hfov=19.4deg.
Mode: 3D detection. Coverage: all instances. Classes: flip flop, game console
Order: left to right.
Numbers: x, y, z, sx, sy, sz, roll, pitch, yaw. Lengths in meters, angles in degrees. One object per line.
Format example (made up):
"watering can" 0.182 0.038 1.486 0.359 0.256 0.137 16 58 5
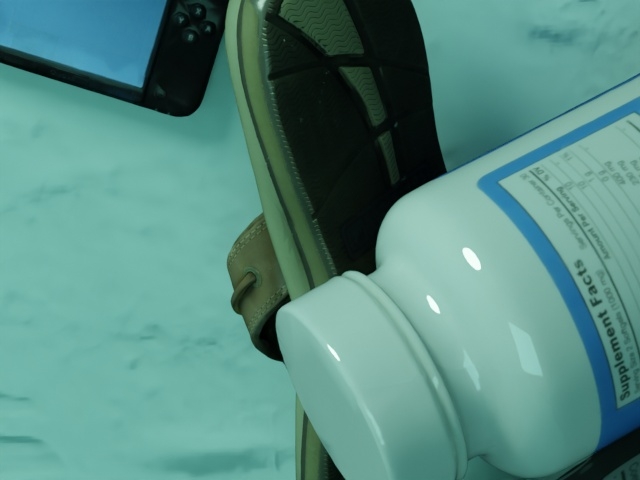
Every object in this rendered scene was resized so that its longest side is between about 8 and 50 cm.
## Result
"game console" -0.098 -0.102 0.759 0.122 0.071 0.107 18 115 -4
"flip flop" 0.000 0.000 0.795 0.080 0.112 0.277 16 130 41

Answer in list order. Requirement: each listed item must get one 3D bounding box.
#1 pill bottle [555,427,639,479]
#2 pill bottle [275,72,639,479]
"pill bottle" 0.187 0.171 0.798 0.363 0.210 0.210 -38 108 19
"pill bottle" 0.099 0.016 0.730 0.221 0.124 0.124 -27 114 -14
